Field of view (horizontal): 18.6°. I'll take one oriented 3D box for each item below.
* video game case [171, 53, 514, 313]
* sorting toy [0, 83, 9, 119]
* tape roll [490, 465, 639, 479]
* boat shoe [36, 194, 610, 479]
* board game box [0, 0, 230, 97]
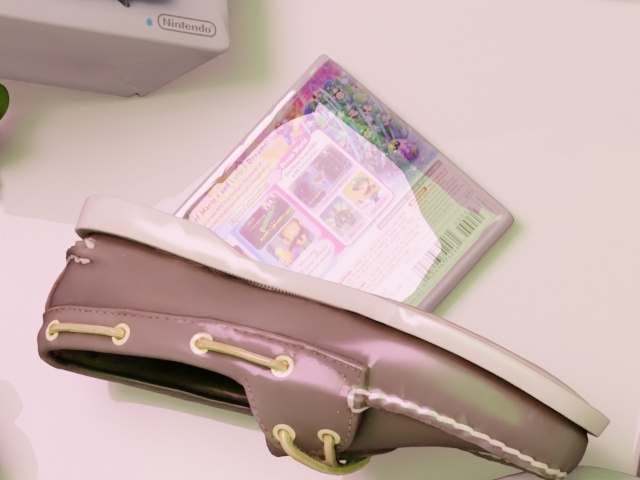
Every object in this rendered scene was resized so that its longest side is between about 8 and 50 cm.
[{"bbox_3d":[0.000,0.000,1.053,0.143,0.019,0.157,42,89,19],"label":"video game case"},{"bbox_3d":[-0.206,-0.045,1.090,0.102,0.061,0.042,-34,70,27],"label":"sorting toy"},{"bbox_3d":[0.120,0.221,0.939,0.219,0.072,0.219,-3,76,12],"label":"tape roll"},{"bbox_3d":[-0.007,0.065,0.966,0.305,0.109,0.091,19,78,27],"label":"boat shoe"},{"bbox_3d":[-0.173,-0.245,1.044,0.097,0.224,0.303,-21,69,49],"label":"board game box"}]
